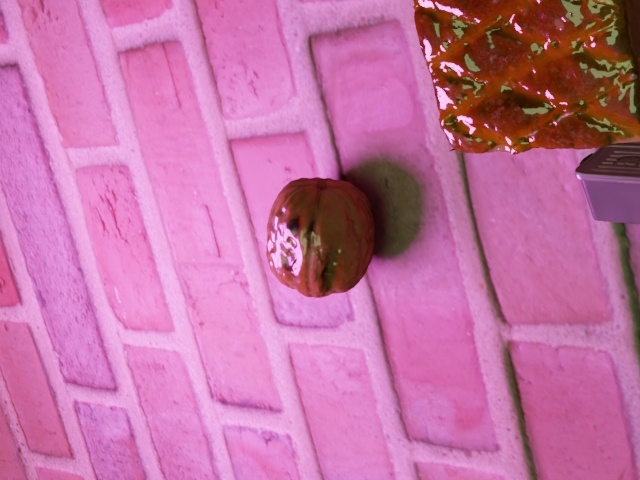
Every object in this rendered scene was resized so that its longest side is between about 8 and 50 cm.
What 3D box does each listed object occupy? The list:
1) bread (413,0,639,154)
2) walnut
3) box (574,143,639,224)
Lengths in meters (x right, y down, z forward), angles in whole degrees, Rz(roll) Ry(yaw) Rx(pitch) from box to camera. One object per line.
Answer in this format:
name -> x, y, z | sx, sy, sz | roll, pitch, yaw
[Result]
bread -> 0.263, -0.252, 1.501 | 0.279, 0.207, 0.279 | 4, 114, 44
walnut -> 0.000, 0.000, 1.942 | 0.155, 0.155, 0.184 | 25, 122, 33
box -> 0.366, -0.065, 1.599 | 0.122, 0.084, 0.069 | 7, 124, 43
